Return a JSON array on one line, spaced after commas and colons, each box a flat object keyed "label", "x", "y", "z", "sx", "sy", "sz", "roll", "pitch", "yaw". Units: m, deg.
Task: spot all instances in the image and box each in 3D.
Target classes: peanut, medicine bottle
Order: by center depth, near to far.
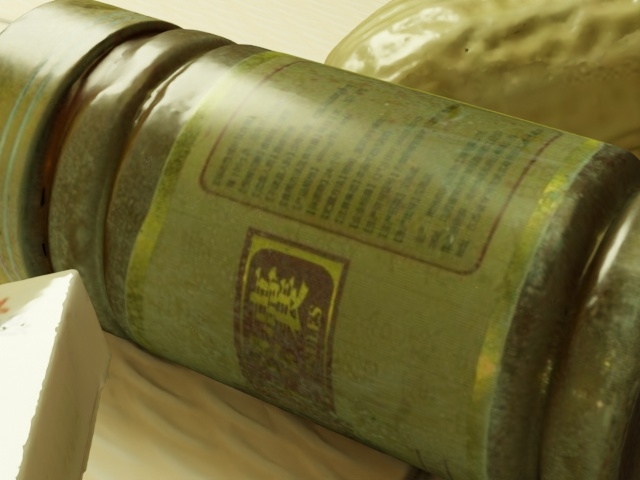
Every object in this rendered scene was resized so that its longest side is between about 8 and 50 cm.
[{"label": "medicine bottle", "x": 0.000, "y": 0.000, "z": 0.527, "sx": 0.322, "sy": 0.151, "sz": 0.151, "roll": 20, "pitch": 32, "yaw": 26}, {"label": "peanut", "x": 0.155, "y": -0.096, "z": 0.700, "sx": 0.313, "sy": 0.152, "sz": 0.152, "roll": -14, "pitch": 29, "yaw": 4}]

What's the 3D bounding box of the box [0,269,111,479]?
[{"label": "box", "x": -0.207, "y": 0.116, "z": 0.329, "sx": 0.273, "sy": 0.048, "sz": 0.265, "roll": -12, "pitch": 29, "yaw": 5}]
